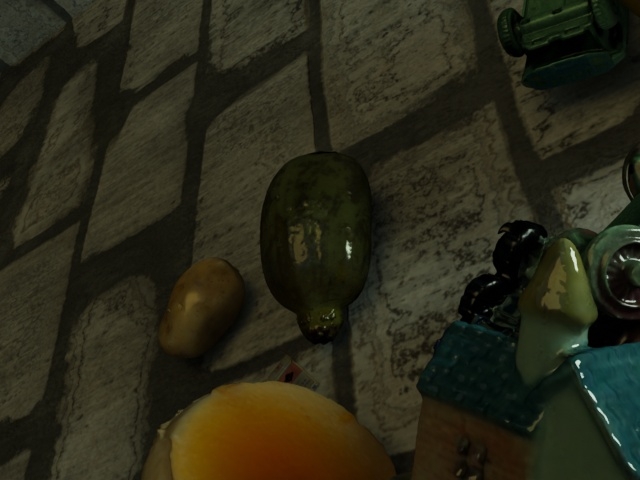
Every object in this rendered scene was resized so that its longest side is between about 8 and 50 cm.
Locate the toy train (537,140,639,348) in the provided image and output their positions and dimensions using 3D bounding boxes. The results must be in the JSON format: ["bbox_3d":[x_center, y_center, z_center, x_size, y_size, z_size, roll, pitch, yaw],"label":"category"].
[{"bbox_3d":[0.358,0.028,0.763,0.304,0.221,0.150,-45,4,-5],"label":"toy train"}]

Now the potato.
[{"bbox_3d":[-0.195,0.111,1.296,0.118,0.109,0.178,31,86,29],"label":"potato"}]

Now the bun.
[{"bbox_3d":[-0.062,0.306,0.900,0.299,0.298,0.165,-114,39,-50],"label":"bun"}]

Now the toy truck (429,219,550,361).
[{"bbox_3d":[0.228,0.090,0.900,0.113,0.126,0.208,27,78,46],"label":"toy truck"}]

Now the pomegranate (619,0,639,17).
[{"bbox_3d":[0.496,-0.393,0.877,0.416,0.416,0.417,-25,43,26],"label":"pomegranate"}]

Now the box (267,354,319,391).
[{"bbox_3d":[-0.040,0.201,1.149,0.046,0.012,0.083,-52,40,-4],"label":"box"}]

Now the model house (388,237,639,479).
[{"bbox_3d":[0.215,0.156,0.681,0.267,0.194,0.325,15,106,50],"label":"model house"}]

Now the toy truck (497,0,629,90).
[{"bbox_3d":[0.354,-0.337,1.124,0.155,0.156,0.279,-12,51,37],"label":"toy truck"}]

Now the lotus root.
[{"bbox_3d":[0.000,0.000,1.183,0.173,0.173,0.309,-21,53,30],"label":"lotus root"}]
